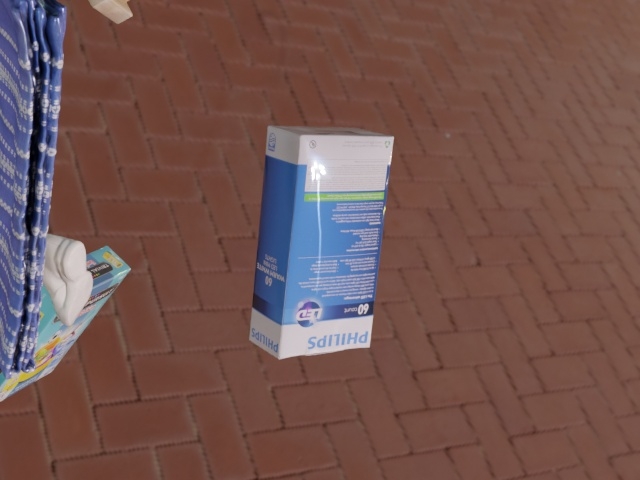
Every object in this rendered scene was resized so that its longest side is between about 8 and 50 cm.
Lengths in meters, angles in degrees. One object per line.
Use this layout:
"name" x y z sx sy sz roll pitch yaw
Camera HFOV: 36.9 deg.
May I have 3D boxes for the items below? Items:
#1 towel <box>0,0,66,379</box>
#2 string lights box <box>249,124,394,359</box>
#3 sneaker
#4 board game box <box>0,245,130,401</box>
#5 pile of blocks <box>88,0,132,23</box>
"towel" -0.294 -0.079 0.819 0.040 0.336 0.243 -9 34 -38
"string lights box" 0.000 0.000 1.122 0.133 0.259 0.077 -3 16 -34
"sneaker" -0.445 0.058 1.620 0.094 0.212 0.080 21 49 8
"board game box" -0.567 0.180 1.977 0.079 0.336 0.254 43 22 5
"pile of blocks" -0.235 -0.347 0.899 0.149 0.113 0.362 65 6 27
